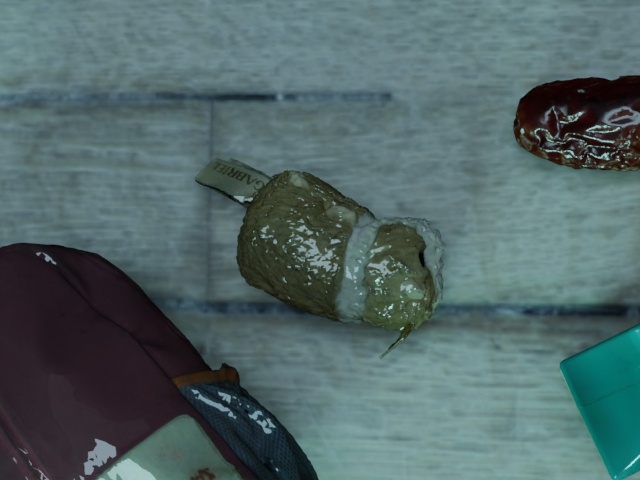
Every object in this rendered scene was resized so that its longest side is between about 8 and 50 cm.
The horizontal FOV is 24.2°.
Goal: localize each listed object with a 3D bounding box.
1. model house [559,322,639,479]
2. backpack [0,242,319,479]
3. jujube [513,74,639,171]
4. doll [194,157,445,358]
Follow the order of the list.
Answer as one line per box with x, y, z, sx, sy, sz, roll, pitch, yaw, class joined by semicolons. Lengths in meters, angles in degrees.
0.255;0.110;1.116;0.127;0.149;0.100;-25;78;3;model house
-0.192;0.159;1.126;0.283;0.197;0.317;-41;77;0;backpack
0.218;-0.093;1.182;0.129;0.077;0.077;1;83;11;jujube
-0.004;0.000;1.172;0.221;0.105;0.115;30;93;6;doll
